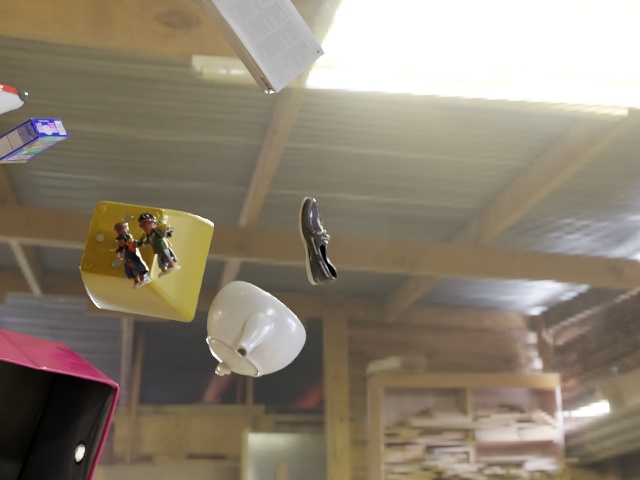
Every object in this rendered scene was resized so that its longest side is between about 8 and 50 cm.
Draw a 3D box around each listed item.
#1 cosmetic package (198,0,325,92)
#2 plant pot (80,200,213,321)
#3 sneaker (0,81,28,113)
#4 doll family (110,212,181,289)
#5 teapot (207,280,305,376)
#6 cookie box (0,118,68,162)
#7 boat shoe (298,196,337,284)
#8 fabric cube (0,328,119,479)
[{"bbox_3d":[-0.103,-0.331,1.416,0.239,0.099,0.060,54,-13,-20],"label":"cosmetic package"},{"bbox_3d":[-0.354,0.026,1.969,0.212,0.212,0.187,8,-14,13],"label":"plant pot"},{"bbox_3d":[-0.555,-0.180,1.519,0.090,0.144,0.270,14,7,20],"label":"sneaker"},{"bbox_3d":[-0.285,0.011,1.611,0.193,0.111,0.076,-23,3,40],"label":"doll family"},{"bbox_3d":[-0.173,0.229,2.328,0.253,0.187,0.256,20,-26,39],"label":"teapot"},{"bbox_3d":[-0.522,-0.177,1.796,0.107,0.040,0.092,-25,-3,20],"label":"cookie box"},{"bbox_3d":[0.000,0.000,2.307,0.065,0.206,0.075,-1,13,31],"label":"boat shoe"},{"bbox_3d":[-0.486,0.269,1.472,0.259,0.254,0.258,20,-2,-33],"label":"fabric cube"}]
